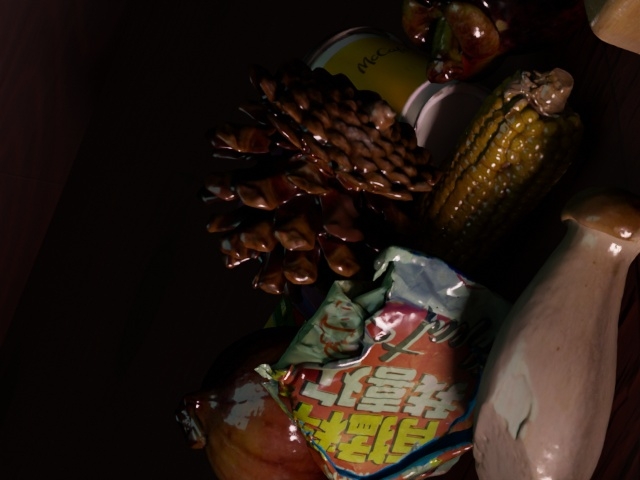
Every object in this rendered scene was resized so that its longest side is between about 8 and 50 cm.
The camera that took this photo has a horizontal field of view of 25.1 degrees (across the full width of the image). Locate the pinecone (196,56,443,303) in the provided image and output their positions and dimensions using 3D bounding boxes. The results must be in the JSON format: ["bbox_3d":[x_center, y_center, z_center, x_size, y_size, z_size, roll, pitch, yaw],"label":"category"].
[{"bbox_3d":[-0.014,-0.053,1.543,0.264,0.264,0.264,-44,37,47],"label":"pinecone"}]

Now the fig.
[{"bbox_3d":[-0.059,0.212,1.808,0.235,0.214,0.235,-59,3,5],"label":"fig"}]

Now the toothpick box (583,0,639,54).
[{"bbox_3d":[0.371,-0.312,1.263,0.308,0.190,0.187,125,150,-44],"label":"toothpick box"}]

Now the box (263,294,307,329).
[{"bbox_3d":[-0.066,0.181,2.029,0.235,0.034,0.132,-59,27,29],"label":"box"}]

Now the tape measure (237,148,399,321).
[{"bbox_3d":[0.000,0.000,1.778,0.149,0.231,0.245,-35,42,-6],"label":"tape measure"}]

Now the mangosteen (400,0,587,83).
[{"bbox_3d":[0.183,-0.282,1.553,0.265,0.228,0.228,-58,22,-10],"label":"mangosteen"}]

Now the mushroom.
[{"bbox_3d":[0.227,0.116,1.355,0.128,0.128,0.350,13,82,66],"label":"mushroom"}]

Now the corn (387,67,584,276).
[{"bbox_3d":[0.178,-0.057,1.570,0.322,0.119,0.119,-53,31,34],"label":"corn"}]

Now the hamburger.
[{"bbox_3d":[0.079,0.129,1.524,0.276,0.260,0.150,-44,23,8],"label":"hamburger"}]

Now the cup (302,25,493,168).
[{"bbox_3d":[0.091,-0.152,1.743,0.280,0.196,0.196,28,100,58],"label":"cup"}]
